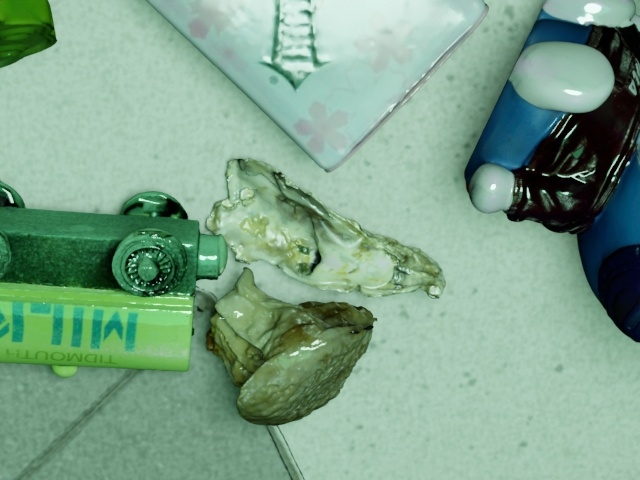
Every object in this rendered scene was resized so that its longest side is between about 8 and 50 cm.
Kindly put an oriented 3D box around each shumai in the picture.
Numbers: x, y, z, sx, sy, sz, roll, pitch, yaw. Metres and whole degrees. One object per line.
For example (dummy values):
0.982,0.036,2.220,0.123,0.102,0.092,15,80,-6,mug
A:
-0.033,0.079,1.413,0.145,0.145,0.116,-40,71,4,shumai

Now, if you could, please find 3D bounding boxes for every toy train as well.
-0.203,0.040,1.393,0.253,0.105,0.157,3,116,-5,toy train

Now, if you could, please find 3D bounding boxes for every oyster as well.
-0.001,0.001,1.434,0.200,0.061,0.106,41,114,-11,oyster

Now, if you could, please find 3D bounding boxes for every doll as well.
0.275,-0.041,1.358,0.310,0.284,0.240,27,138,2,doll

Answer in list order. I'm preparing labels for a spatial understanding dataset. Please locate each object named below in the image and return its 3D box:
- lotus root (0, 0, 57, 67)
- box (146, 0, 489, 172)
-0.300,-0.215,1.297,0.186,0.186,0.186,-1,103,-6,lotus root
-0.064,-0.243,1.331,0.370,0.112,0.190,42,95,-14,box
